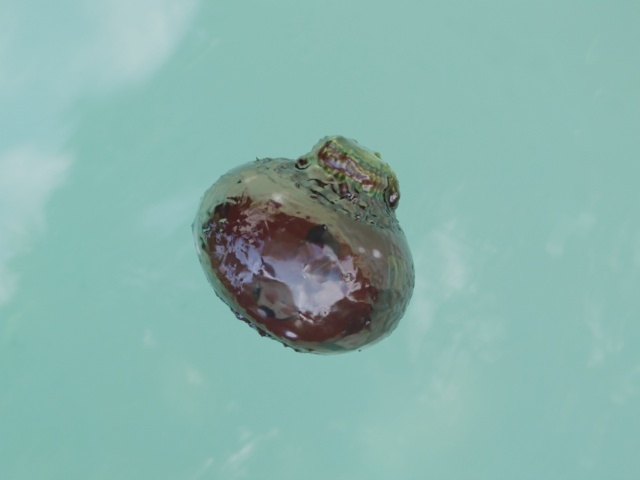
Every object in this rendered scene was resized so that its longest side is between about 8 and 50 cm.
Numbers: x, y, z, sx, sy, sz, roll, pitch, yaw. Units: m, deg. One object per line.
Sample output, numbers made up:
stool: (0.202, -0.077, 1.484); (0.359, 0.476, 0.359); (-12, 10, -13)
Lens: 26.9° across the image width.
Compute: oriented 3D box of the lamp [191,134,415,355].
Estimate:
lamp: (-0.004, -0.002, 0.887); (0.156, 0.157, 0.135); (27, 105, -25)
